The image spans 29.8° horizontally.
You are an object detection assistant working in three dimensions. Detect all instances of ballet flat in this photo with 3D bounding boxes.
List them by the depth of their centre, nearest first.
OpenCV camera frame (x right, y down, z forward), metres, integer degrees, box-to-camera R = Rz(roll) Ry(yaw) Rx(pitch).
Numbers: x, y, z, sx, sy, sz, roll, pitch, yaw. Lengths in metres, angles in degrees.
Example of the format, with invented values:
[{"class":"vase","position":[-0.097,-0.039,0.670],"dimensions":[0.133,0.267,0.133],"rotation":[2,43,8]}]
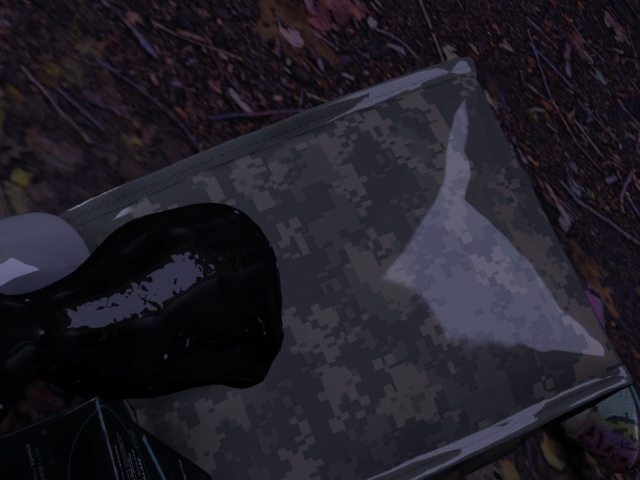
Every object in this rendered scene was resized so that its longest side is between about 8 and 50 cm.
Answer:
[{"class":"ballet flat","position":[0.226,0.112,1.069],"dimensions":[0.079,0.077,0.221],"rotation":[17,38,-15]}]

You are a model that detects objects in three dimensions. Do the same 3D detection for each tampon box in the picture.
[{"class":"tampon box","position":[-0.100,0.159,0.529],"dimensions":[0.161,0.101,0.120],"rotation":[60,9,-64]}]

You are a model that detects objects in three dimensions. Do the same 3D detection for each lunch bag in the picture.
[{"class":"lunch bag","position":[0.000,0.054,0.738],"dimensions":[0.287,0.169,0.235],"rotation":[-20,76,-20]}]

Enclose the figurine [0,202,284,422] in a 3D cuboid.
[{"class":"figurine","position":[-0.164,0.037,0.562],"dimensions":[0.209,0.215,0.092],"rotation":[-10,97,-52]}]
